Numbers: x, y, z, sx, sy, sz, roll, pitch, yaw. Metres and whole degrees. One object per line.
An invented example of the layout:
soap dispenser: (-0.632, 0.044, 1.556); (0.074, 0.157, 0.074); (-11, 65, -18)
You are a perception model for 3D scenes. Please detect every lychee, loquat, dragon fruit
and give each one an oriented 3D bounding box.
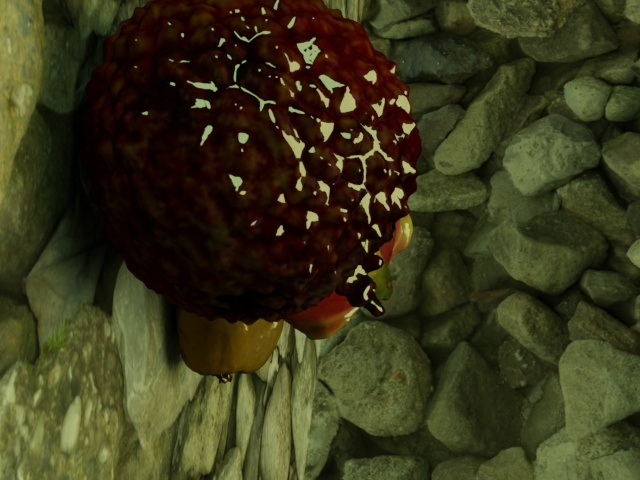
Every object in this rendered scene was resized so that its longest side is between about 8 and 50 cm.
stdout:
lychee: (-0.074, -0.087, 1.283); (0.500, 0.424, 0.425); (56, 24, -21)
loquat: (-0.156, 0.130, 1.695); (0.187, 0.176, 0.234); (-1, 106, -37)
dragon fruit: (0.000, 0.000, 1.569); (0.226, 0.305, 0.306); (38, 55, -59)
